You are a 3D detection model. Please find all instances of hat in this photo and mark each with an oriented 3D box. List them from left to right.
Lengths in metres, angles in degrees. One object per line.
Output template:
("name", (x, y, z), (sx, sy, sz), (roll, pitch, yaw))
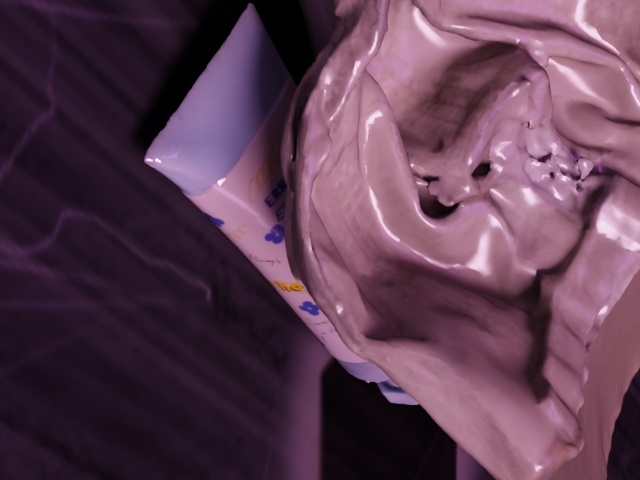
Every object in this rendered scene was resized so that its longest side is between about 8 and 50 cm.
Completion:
("hat", (0.071, -0.006, 0.585), (0.214, 0.149, 0.244), (-60, 170, -20))

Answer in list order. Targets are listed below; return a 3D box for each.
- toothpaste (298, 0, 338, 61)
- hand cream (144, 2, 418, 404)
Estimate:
("toothpaste", (0.004, -0.129, 0.573), (0.058, 0.056, 0.314), (-122, -167, -62))
("hand cream", (0.000, 0.000, 0.579), (0.065, 0.043, 0.170), (-59, 138, -22))
